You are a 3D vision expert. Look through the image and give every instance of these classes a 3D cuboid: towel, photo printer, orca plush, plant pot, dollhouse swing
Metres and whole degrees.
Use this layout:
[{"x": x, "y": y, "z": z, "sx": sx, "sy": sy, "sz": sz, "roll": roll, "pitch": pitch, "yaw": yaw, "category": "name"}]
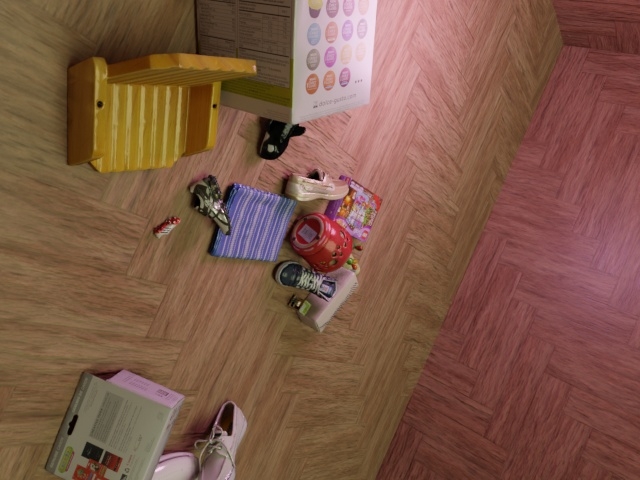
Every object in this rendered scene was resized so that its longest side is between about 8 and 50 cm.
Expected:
[{"x": -0.214, "y": -0.048, "z": 1.857, "sx": 0.336, "sy": 0.040, "sz": 0.243, "roll": 9, "pitch": 102, "yaw": -56, "category": "towel"}, {"x": -0.542, "y": 0.864, "z": 1.874, "sx": 0.256, "sy": 0.107, "sz": 0.307, "roll": 13, "pitch": 98, "yaw": -56, "category": "photo printer"}, {"x": -0.078, "y": -0.367, "z": 1.768, "sx": 0.287, "sy": 0.102, "sz": 0.151, "roll": -55, "pitch": 163, "yaw": -13, "category": "orca plush"}, {"x": 0.000, "y": 0.000, "z": 2.047, "sx": 0.191, "sy": 0.191, "sz": 0.174, "roll": -60, "pitch": 141, "yaw": -11, "category": "plant pot"}, {"x": -0.345, "y": -0.285, "z": 1.303, "sx": 0.347, "sy": 0.305, "sz": 0.315, "roll": -16, "pitch": 121, "yaw": -50, "category": "dollhouse swing"}]

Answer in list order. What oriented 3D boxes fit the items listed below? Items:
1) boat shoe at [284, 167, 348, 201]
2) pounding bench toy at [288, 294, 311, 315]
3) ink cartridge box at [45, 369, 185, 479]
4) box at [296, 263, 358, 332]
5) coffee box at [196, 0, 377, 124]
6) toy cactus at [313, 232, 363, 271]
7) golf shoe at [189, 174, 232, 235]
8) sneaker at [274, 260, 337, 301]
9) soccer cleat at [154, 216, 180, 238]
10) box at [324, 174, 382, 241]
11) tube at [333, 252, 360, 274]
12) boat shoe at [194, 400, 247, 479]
[{"x": -0.002, "y": -0.204, "z": 2.001, "sx": 0.302, "sy": 0.109, "sz": 0.098, "roll": -9, "pitch": 118, "yaw": -45, "category": "boat shoe"}, {"x": -0.090, "y": 0.245, "z": 2.173, "sx": 0.052, "sy": 0.065, "sz": 0.083, "roll": -58, "pitch": 145, "yaw": -12, "category": "pounding bench toy"}, {"x": -0.577, "y": 0.542, "z": 1.579, "sx": 0.130, "sy": 0.272, "sz": 0.309, "roll": 7, "pitch": 105, "yaw": -87, "category": "ink cartridge box"}, {"x": 0.031, "y": 0.235, "z": 2.295, "sx": 0.275, "sy": 0.113, "sz": 0.094, "roll": -48, "pitch": 143, "yaw": -24, "category": "box"}, {"x": -0.087, "y": -0.530, "z": 1.481, "sx": 0.337, "sy": 0.338, "sz": 0.334, "roll": -28, "pitch": 130, "yaw": -45, "category": "coffee box"}, {"x": 0.073, "y": 0.043, "z": 2.195, "sx": 0.219, "sy": 0.112, "sz": 0.180, "roll": -13, "pitch": 134, "yaw": -9, "category": "toy cactus"}, {"x": -0.324, "y": -0.095, "z": 1.651, "sx": 0.094, "sy": 0.077, "sz": 0.198, "roll": -21, "pitch": 119, "yaw": -9, "category": "golf shoe"}, {"x": -0.041, "y": 0.157, "z": 2.110, "sx": 0.282, "sy": 0.153, "sz": 0.099, "roll": 23, "pitch": 89, "yaw": -56, "category": "sneaker"}, {"x": -0.431, "y": -0.036, "z": 1.577, "sx": 0.083, "sy": 0.029, "sz": 0.035, "roll": -38, "pitch": 145, "yaw": -32, "category": "soccer cleat"}, {"x": 0.135, "y": -0.124, "z": 2.274, "sx": 0.293, "sy": 0.057, "sz": 0.201, "roll": 23, "pitch": 91, "yaw": -56, "category": "box"}, {"x": 0.095, "y": 0.063, "z": 2.334, "sx": 0.240, "sy": 0.062, "sz": 0.070, "roll": 52, "pitch": 33, "yaw": -47, "category": "tube"}, {"x": -0.352, "y": 0.707, "z": 1.938, "sx": 0.367, "sy": 0.136, "sz": 0.156, "roll": -71, "pitch": 149, "yaw": -55, "category": "boat shoe"}]
